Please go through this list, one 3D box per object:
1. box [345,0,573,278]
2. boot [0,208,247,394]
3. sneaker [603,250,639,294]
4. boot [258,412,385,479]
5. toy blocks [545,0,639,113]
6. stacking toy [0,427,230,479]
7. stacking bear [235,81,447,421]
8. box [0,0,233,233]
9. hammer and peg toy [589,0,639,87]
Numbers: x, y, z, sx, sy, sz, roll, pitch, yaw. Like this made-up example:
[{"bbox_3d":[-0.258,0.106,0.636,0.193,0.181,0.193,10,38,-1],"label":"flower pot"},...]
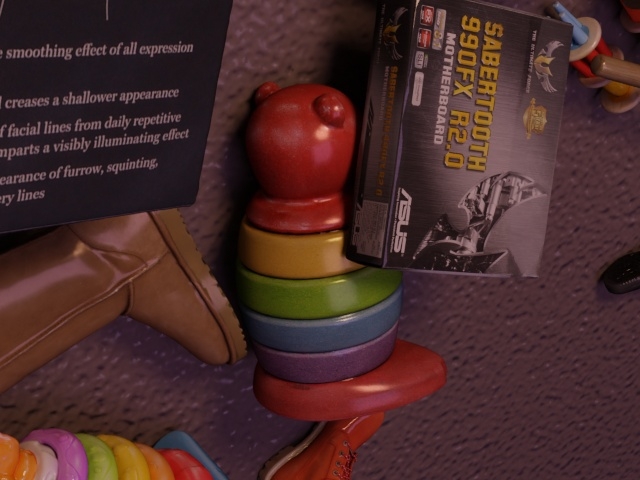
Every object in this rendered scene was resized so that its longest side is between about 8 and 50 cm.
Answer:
[{"bbox_3d":[0.121,-0.087,1.065,0.183,0.056,0.231,5,94,-35],"label":"box"},{"bbox_3d":[-0.220,0.081,1.059,0.269,0.089,0.236,-33,126,-11],"label":"boot"},{"bbox_3d":[0.411,0.039,1.468,0.170,0.051,0.089,-33,124,-19],"label":"sneaker"},{"bbox_3d":[0.019,0.228,1.291,0.158,0.084,0.059,-41,128,-10],"label":"boot"},{"bbox_3d":[0.295,-0.215,1.251,0.123,0.054,0.148,-52,130,2],"label":"toy blocks"},{"bbox_3d":[-0.216,0.220,1.061,0.166,0.175,0.302,-52,134,0],"label":"stacking toy"},{"bbox_3d":[0.000,0.000,1.116,0.164,0.175,0.289,-20,115,-32],"label":"stacking bear"},{"bbox_3d":[-0.216,-0.220,0.765,0.293,0.212,0.395,-10,121,-47],"label":"box"},{"bbox_3d":[0.407,-0.276,1.194,0.266,0.127,0.361,-5,102,-31],"label":"hammer and peg toy"}]
